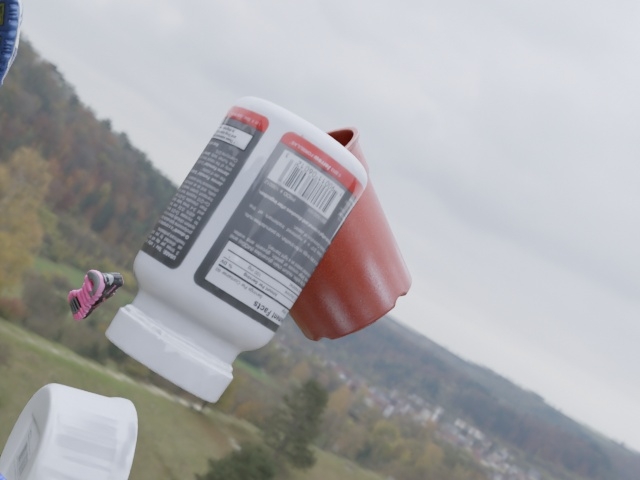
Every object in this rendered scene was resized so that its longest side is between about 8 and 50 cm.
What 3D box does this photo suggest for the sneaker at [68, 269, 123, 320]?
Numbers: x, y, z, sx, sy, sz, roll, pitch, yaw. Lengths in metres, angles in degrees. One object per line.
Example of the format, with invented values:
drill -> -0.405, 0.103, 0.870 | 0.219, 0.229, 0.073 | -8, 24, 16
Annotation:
sneaker -> -0.321, 0.078, 1.427 | 0.057, 0.119, 0.047 | -11, 71, -42

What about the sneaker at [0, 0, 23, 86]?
sneaker -> -0.348, -0.299, 1.040 | 0.112, 0.296, 0.131 | 6, 14, 4

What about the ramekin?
ramekin -> -0.407, 0.357, 1.539 | 0.135, 0.277, 0.277 | 25, 0, -23

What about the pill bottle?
pill bottle -> -0.114, 0.012, 1.304 | 0.210, 0.362, 0.210 | 32, -5, 3

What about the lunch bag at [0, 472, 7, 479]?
lunch bag -> -0.317, 0.301, 0.648 | 0.239, 0.328, 0.385 | 43, -27, 11

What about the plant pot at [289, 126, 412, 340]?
plant pot -> 0.000, 0.000, 1.590 | 0.265, 0.272, 0.272 | 61, -12, -15
